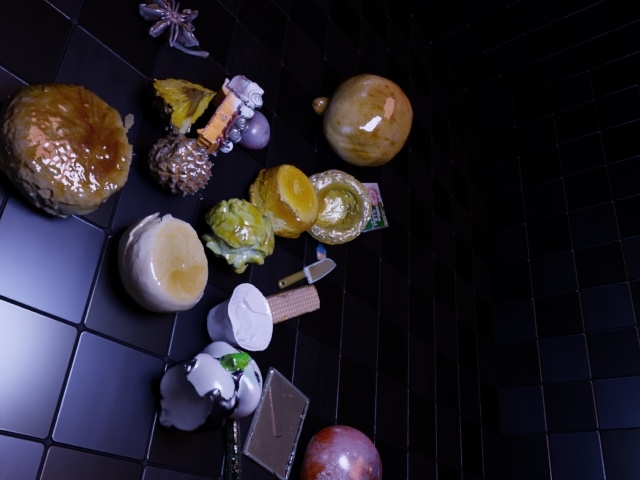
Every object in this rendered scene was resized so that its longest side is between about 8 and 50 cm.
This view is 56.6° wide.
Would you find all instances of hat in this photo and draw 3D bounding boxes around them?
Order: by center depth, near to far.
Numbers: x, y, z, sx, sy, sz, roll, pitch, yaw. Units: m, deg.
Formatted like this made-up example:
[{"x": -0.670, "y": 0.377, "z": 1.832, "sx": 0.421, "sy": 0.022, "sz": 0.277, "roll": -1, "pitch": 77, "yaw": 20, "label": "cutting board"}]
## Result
[{"x": -0.236, "y": 0.228, "z": 1.658, "sx": 0.203, "sy": 0.126, "sz": 0.203, "roll": 38, "pitch": 42, "yaw": -44, "label": "hat"}]

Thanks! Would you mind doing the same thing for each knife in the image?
[{"x": -0.042, "y": 0.121, "z": 2.080, "sx": 0.343, "sy": 0.027, "sz": 0.061, "roll": -23, "pitch": 97, "yaw": -53, "label": "knife"}]

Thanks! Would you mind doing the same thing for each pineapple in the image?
[{"x": -0.372, "y": -0.197, "z": 1.620, "sx": 0.193, "sy": 0.166, "sz": 0.166, "roll": 56, "pitch": 34, "yaw": -55, "label": "pineapple"}, {"x": -0.422, "y": -0.375, "z": 1.694, "sx": 0.139, "sy": 0.164, "sz": 0.250, "roll": 29, "pitch": 35, "yaw": 4, "label": "pineapple"}]

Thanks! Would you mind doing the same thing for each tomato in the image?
[{"x": 0.071, "y": 0.705, "z": 1.823, "sx": 0.270, "sy": 0.227, "sz": 0.270, "roll": 29, "pitch": 54, "yaw": -50, "label": "tomato"}]

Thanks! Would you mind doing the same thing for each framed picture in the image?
[{"x": -0.126, "y": 0.553, "z": 1.786, "sx": 0.209, "sy": 0.019, "sz": 0.281, "roll": 50, "pitch": 40, "yaw": -31, "label": "framed picture"}]

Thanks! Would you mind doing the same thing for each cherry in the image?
[{"x": -0.230, "y": -0.332, "z": 1.940, "sx": 0.148, "sy": 0.115, "sz": 0.188, "roll": 98, "pitch": 3, "yaw": -65, "label": "cherry"}]

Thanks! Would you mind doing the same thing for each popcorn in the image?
[{"x": -0.235, "y": -0.023, "z": 1.729, "sx": 0.221, "sy": 0.183, "sz": 0.204, "roll": 38, "pitch": 17, "yaw": -38, "label": "popcorn"}]

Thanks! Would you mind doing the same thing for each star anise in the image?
[{"x": -0.439, "y": -0.637, "z": 1.768, "sx": 0.209, "sy": 0.089, "sz": 0.231, "roll": -29, "pitch": 96, "yaw": -43, "label": "star anise"}]

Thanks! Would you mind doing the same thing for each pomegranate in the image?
[{"x": 0.160, "y": -0.488, "z": 2.371, "sx": 0.410, "sy": 0.410, "sz": 0.410, "roll": 27, "pitch": 55, "yaw": -48, "label": "pomegranate"}]

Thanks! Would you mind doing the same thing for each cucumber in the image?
[{"x": -0.234, "y": 0.571, "z": 1.601, "sx": 0.044, "sy": 0.043, "sz": 0.257, "roll": 23, "pitch": 57, "yaw": -55, "label": "cucumber"}]

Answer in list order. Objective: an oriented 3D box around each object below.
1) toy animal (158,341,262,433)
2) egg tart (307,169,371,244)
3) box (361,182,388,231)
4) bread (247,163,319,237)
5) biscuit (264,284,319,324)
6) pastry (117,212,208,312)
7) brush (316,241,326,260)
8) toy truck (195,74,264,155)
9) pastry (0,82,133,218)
[{"x": -0.259, "y": 0.364, "z": 1.503, "sx": 0.266, "sy": 0.212, "sz": 0.213, "roll": -16, "pitch": 90, "yaw": -53, "label": "toy animal"}, {"x": 0.041, "y": -0.120, "z": 2.164, "sx": 0.118, "sy": 0.288, "sz": 0.288, "roll": 172, "pitch": -100, "yaw": -79, "label": "egg tart"}, {"x": 0.201, "y": -0.140, "z": 2.498, "sx": 0.135, "sy": 0.081, "sz": 0.199, "roll": -10, "pitch": 83, "yaw": -56, "label": "box"}, {"x": -0.117, "y": -0.133, "z": 1.975, "sx": 0.268, "sy": 0.145, "sz": 0.269, "roll": 33, "pitch": 47, "yaw": -43, "label": "bread"}, {"x": -0.121, "y": 0.212, "z": 1.903, "sx": 0.378, "sy": 0.054, "sz": 0.094, "roll": -11, "pitch": 87, "yaw": -57, "label": "biscuit"}, {"x": -0.393, "y": 0.061, "z": 1.501, "sx": 0.264, "sy": 0.133, "sz": 0.265, "roll": 29, "pitch": 54, "yaw": -48, "label": "pastry"}, {"x": 0.000, "y": 0.000, "z": 2.205, "sx": 0.051, "sy": 0.014, "sz": 0.164, "roll": 24, "pitch": 57, "yaw": -51, "label": "brush"}, {"x": -0.282, "y": -0.377, "z": 1.801, "sx": 0.135, "sy": 0.114, "sz": 0.271, "roll": 35, "pitch": 60, "yaw": -16, "label": "toy truck"}, {"x": -0.572, "y": -0.205, "z": 1.352, "sx": 0.329, "sy": 0.136, "sz": 0.330, "roll": 28, "pitch": 55, "yaw": -49, "label": "pastry"}]
